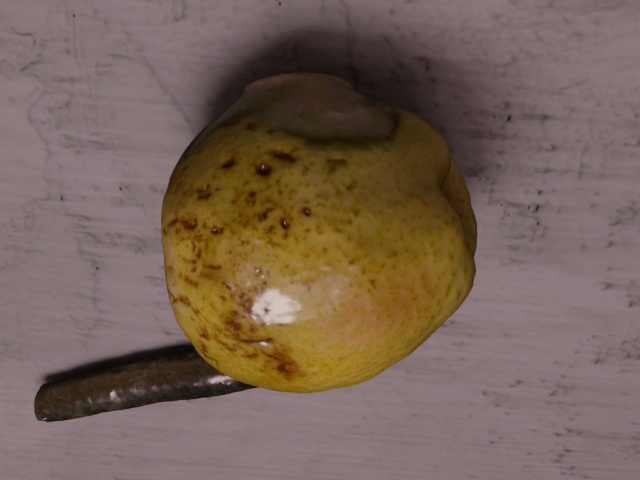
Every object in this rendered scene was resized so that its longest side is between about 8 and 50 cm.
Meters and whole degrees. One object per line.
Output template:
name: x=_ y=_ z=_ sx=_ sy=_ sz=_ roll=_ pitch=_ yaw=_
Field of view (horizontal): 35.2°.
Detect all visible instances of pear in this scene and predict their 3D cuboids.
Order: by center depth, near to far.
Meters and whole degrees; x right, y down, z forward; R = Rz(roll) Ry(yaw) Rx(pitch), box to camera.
pear: x=0.000 y=0.000 z=0.841 sx=0.271 sy=0.271 sz=0.271 roll=-1 pitch=130 yaw=-1

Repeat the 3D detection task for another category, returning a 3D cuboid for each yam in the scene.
yam: x=-0.180 y=0.153 z=1.097 sx=0.274 sy=0.061 sz=0.061 roll=-11 pitch=130 yaw=10
